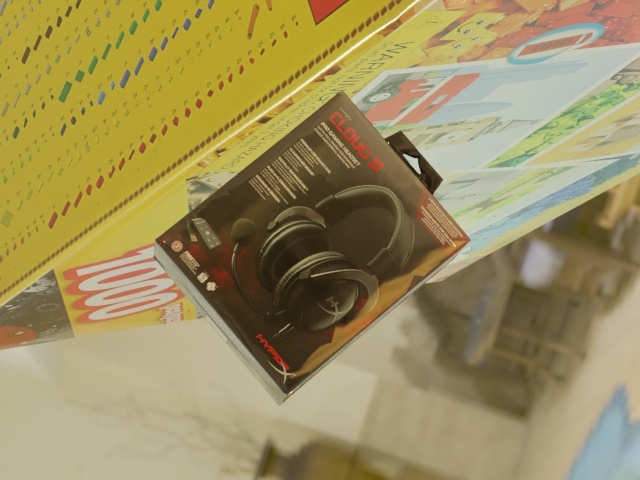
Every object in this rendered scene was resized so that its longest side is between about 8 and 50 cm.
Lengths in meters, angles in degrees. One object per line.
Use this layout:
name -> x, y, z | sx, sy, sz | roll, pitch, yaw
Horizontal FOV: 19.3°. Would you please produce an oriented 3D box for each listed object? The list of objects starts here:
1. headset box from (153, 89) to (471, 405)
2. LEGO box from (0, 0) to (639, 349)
headset box -> 0.000, 0.000, 0.577 | 0.083, 0.062, 0.032 | -39, -5, -11
LEGO box -> 0.046, -0.125, 0.926 | 0.500, 0.372, 0.193 | -32, 71, 50
